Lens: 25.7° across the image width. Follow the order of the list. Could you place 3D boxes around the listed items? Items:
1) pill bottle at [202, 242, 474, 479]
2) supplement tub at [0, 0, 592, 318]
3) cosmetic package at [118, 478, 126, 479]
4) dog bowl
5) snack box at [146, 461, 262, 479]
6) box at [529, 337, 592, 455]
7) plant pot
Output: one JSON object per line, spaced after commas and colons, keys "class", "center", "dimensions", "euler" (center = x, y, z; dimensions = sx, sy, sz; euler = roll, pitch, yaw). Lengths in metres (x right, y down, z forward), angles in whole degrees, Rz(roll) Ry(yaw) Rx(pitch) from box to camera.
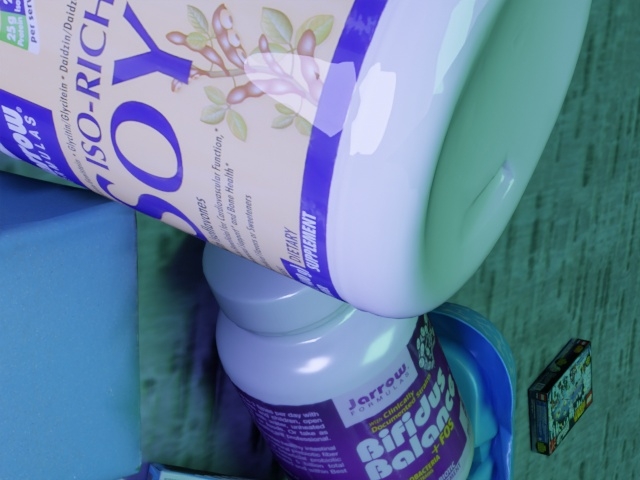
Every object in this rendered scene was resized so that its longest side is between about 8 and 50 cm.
{"class": "pill bottle", "center": [0.014, 0.099, 1.151], "dimensions": [0.169, 0.169, 0.301], "euler": [-58, 142, -30]}
{"class": "supplement tub", "center": [-0.050, -0.125, 0.731], "dimensions": [0.241, 0.331, 0.241], "euler": [-52, 155, -36]}
{"class": "cosmetic package", "center": [-0.176, 0.352, 0.861], "dimensions": [0.365, 0.197, 0.155], "euler": [-48, 170, -43]}
{"class": "dog bowl", "center": [0.111, 0.196, 1.350], "dimensions": [0.074, 0.166, 0.297], "euler": [-37, 129, -63]}
{"class": "snack box", "center": [0.007, 0.294, 1.104], "dimensions": [0.322, 0.060, 0.187], "euler": [12, 85, -14]}
{"class": "box", "center": [0.305, 0.196, 1.770], "dimensions": [0.137, 0.027, 0.094], "euler": [-39, 131, -47]}
{"class": "plant pot", "center": [-0.240, 0.066, 0.757], "dimensions": [0.234, 0.165, 0.165], "euler": [-17, 113, -47]}
